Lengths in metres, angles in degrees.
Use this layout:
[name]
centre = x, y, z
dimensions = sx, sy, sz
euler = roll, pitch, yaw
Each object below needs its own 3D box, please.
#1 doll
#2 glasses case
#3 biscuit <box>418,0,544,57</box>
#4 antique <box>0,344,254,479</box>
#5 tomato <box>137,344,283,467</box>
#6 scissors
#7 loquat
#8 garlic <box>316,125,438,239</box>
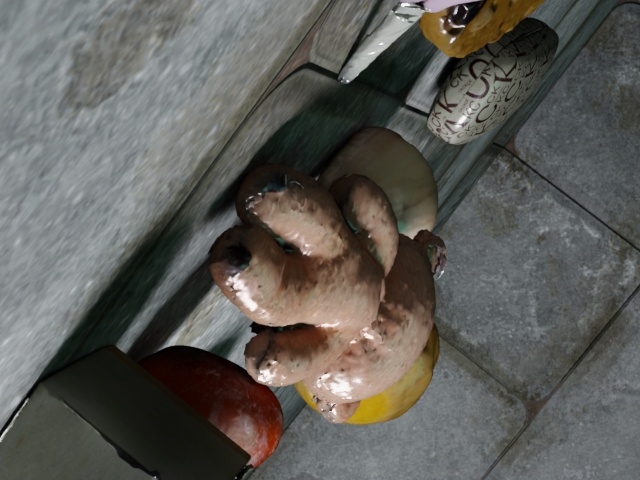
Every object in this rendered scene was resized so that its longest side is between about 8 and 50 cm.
[doll]
centre = -0.016, 0.026, 1.063
dimensions = 0.201, 0.156, 0.303
euler = -57, 141, -7
[glasses case]
centre = 0.221, -0.204, 1.548
dimensions = 0.137, 0.085, 0.355
euler = -56, 172, 24
[biscuit]
centre = 0.174, -0.274, 0.966
dimensions = 0.296, 0.075, 0.296
euler = -44, 168, -12
[antique]
centre = -0.153, 0.182, 0.900
dimensions = 0.146, 0.152, 0.148
euler = -53, 175, 15
[tomato]
centre = -0.106, 0.134, 1.051
dimensions = 0.159, 0.139, 0.091
euler = -6, 112, -40
[scissors]
centre = 0.064, -0.169, 0.901
dimensions = 0.212, 0.110, 0.021
euler = -37, -133, 56
[loquat]
centre = 0.061, 0.158, 1.810
dimensions = 0.238, 0.238, 0.193
euler = -58, -173, 40
[garlic]
centre = 0.049, -0.052, 1.222
dimensions = 0.207, 0.128, 0.115
euler = -23, 127, -60
